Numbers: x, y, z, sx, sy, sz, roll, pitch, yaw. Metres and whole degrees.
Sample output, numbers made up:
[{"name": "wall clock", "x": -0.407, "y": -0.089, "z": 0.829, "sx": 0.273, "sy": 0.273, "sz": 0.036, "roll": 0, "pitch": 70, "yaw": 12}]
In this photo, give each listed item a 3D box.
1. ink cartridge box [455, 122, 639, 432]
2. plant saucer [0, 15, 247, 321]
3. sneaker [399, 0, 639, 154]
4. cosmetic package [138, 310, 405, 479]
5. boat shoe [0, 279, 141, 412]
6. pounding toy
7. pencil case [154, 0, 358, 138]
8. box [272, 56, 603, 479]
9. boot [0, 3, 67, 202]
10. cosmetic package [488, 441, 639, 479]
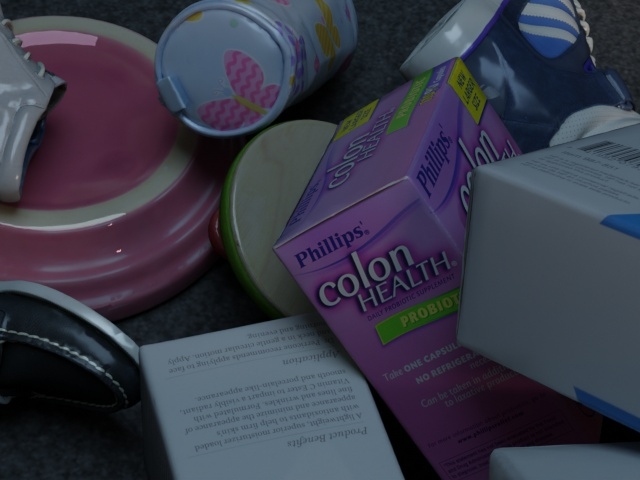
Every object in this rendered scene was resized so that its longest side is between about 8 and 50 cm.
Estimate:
[{"name": "ink cartridge box", "x": 0.273, "y": 0.013, "z": 1.089, "sx": 0.307, "sy": 0.129, "sz": 0.223, "roll": -16, "pitch": 29, "yaw": -41}, {"name": "plant saucer", "x": -0.224, "y": -0.078, "z": 1.433, "sx": 0.332, "sy": 0.084, "sz": 0.332, "roll": 3, "pitch": 49, "yaw": -3}, {"name": "sneaker", "x": 0.212, "y": -0.137, "z": 1.522, "sx": 0.236, "sy": 0.130, "sz": 0.323, "roll": 44, "pitch": 32, "yaw": -3}, {"name": "cosmetic package", "x": -0.036, "y": 0.173, "z": 1.195, "sx": 0.151, "sy": 0.151, "sz": 0.183, "roll": -10, "pitch": 51, "yaw": -13}, {"name": "boat shoe", "x": -0.265, "y": 0.080, "z": 1.279, "sx": 0.303, "sy": 0.114, "sz": 0.091, "roll": 15, "pitch": 51, "yaw": 28}, {"name": "pounding toy", "x": 0.000, "y": 0.000, "z": 1.370, "sx": 0.237, "sy": 0.110, "sz": 0.183, "roll": -16, "pitch": 81, "yaw": -39}, {"name": "pencil case", "x": -0.050, "y": -0.165, "z": 1.431, "sx": 0.124, "sy": 0.113, "sz": 0.273, "roll": -9, "pitch": 13, "yaw": 14}, {"name": "box", "x": 0.102, "y": 0.026, "z": 1.232, "sx": 0.243, "sy": 0.117, "sz": 0.213, "roll": 54, "pitch": 27, "yaw": -15}, {"name": "boot", "x": -0.266, "y": -0.138, "z": 1.378, "sx": 0.123, "sy": 0.095, "sz": 0.258, "roll": 11, "pitch": 58, "yaw": -3}, {"name": "cosmetic package", "x": 0.285, "y": 0.311, "z": 0.892, "sx": 0.327, "sy": 0.329, "sz": 0.393, "roll": -2, "pitch": 10, "yaw": -7}]
